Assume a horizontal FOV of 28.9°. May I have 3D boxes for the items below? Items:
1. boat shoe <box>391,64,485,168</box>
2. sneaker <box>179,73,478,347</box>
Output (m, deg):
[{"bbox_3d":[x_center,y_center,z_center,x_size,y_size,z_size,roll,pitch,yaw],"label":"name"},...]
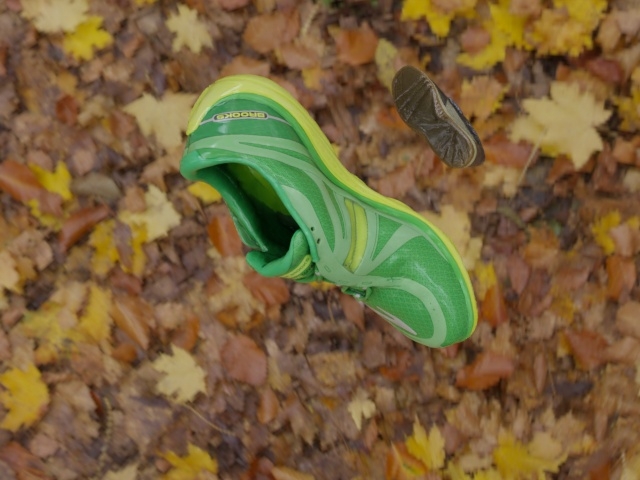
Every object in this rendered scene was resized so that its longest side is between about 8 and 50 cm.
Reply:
[{"bbox_3d":[0.134,-0.137,1.413,0.056,0.049,0.152,-43,59,24],"label":"boat shoe"},{"bbox_3d":[0.000,0.000,0.996,0.295,0.109,0.123,41,53,-15],"label":"sneaker"}]
